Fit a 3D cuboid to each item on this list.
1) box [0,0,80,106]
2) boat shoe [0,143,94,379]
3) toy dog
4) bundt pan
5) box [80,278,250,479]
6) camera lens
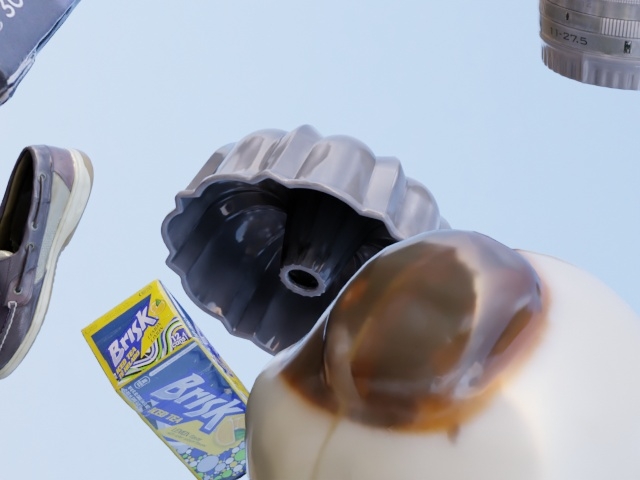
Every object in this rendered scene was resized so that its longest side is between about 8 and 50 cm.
[{"bbox_3d":[-0.318,-0.239,1.009,0.395,0.293,0.212,42,-52,-14],"label":"box"},{"bbox_3d":[-0.277,0.015,1.563,0.080,0.073,0.223,32,-79,49],"label":"boat shoe"},{"bbox_3d":[0.054,0.196,0.767,0.395,0.284,0.408,-20,-121,42],"label":"toy dog"},{"bbox_3d":[0.000,0.000,1.895,0.331,0.331,0.124,119,-4,-53],"label":"bundt pan"},{"bbox_3d":[-0.083,0.094,1.080,0.054,0.059,0.169,54,-3,34],"label":"box"},{"bbox_3d":[0.366,-0.333,2.012,0.219,0.219,0.274,40,-47,54],"label":"camera lens"}]
